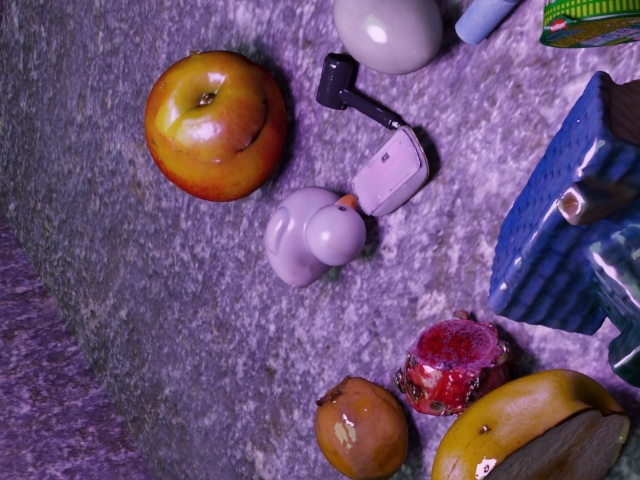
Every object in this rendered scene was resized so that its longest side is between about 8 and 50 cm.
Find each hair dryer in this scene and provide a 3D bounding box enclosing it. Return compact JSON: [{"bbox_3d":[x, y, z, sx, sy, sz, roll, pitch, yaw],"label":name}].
[{"bbox_3d":[0.091,-0.300,1.849,0.248,0.070,0.114,37,128,35],"label":"hair dryer"}]

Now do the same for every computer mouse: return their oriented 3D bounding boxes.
[{"bbox_3d":[0.149,-0.141,1.825,0.126,0.056,0.245,63,145,14],"label":"computer mouse"}]

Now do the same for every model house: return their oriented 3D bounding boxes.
[{"bbox_3d":[0.456,0.039,1.222,0.445,0.399,0.395,52,134,27],"label":"model house"}]

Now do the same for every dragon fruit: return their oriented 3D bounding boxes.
[{"bbox_3d":[0.273,0.233,1.682,0.282,0.211,0.147,-1,107,25],"label":"dragon fruit"}]

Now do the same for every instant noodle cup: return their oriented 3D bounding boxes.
[{"bbox_3d":[0.419,-0.422,1.303,0.207,0.207,0.233,-2,92,52],"label":"instant noodle cup"}]

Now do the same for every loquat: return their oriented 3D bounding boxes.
[{"bbox_3d":[0.093,0.423,1.961,0.238,0.193,0.238,44,155,27],"label":"loquat"}]

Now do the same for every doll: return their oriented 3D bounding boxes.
[{"bbox_3d":[0.000,0.000,1.929,0.221,0.221,0.251,41,104,37],"label":"doll"}]

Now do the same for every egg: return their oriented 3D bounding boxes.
[{"bbox_3d":[0.128,-0.415,1.665,0.253,0.186,0.187,46,133,36],"label":"egg"}]

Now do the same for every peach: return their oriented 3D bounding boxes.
[{"bbox_3d":[-0.243,-0.268,2.080,0.370,0.370,0.370,19,115,48],"label":"peach"}]

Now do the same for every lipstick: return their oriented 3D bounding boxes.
[{"bbox_3d":[0.325,-0.440,1.492,0.061,0.068,0.274,63,146,16],"label":"lipstick"}]

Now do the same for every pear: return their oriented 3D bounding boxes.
[{"bbox_3d":[0.335,0.369,1.532,0.386,0.340,0.191,-57,42,18],"label":"pear"}]
